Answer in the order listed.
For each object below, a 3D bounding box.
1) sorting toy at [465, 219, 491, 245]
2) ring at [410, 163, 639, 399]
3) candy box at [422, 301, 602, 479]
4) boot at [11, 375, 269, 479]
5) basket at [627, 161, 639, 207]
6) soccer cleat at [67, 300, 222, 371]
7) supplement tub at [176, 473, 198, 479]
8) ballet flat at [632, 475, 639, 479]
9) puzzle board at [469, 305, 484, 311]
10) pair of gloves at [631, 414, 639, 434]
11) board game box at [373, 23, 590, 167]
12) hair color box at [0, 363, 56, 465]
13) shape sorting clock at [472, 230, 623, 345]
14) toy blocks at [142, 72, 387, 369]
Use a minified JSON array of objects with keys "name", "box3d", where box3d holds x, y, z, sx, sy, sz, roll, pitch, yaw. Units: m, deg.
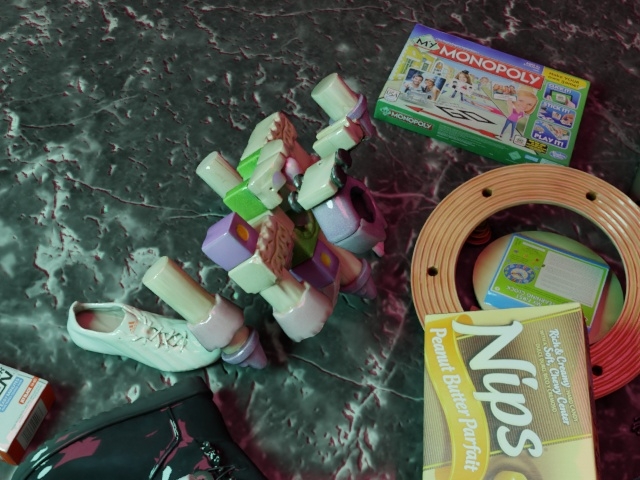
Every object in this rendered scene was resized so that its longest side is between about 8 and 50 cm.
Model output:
[{"name":"sorting toy","box3d":[0.200,-0.019,1.118,0.101,0.042,0.061,-12,57,-14]},{"name":"ring","box3d":[0.288,0.052,1.016,0.336,0.032,0.337,-3,66,7]},{"name":"candy box","box3d":[0.210,0.233,0.849,0.182,0.087,0.317,-7,58,21]},{"name":"boot","box3d":[-0.178,0.279,0.826,0.246,0.094,0.207,-22,56,-28]},{"name":"basket","box3d":[0.560,-0.127,1.125,0.204,0.154,0.227,17,75,-5]},{"name":"soccer cleat","box3d":[-0.216,0.117,0.950,0.196,0.076,0.068,8,54,-1]},{"name":"supplement tub","box3d":[-0.215,0.367,0.641,0.331,0.241,0.241,-26,61,-10]},{"name":"ballet flat","box3d":[0.391,0.375,0.839,0.077,0.091,0.241,21,56,-19]},{"name":"puzzle board","box3d":[0.245,0.151,1.022,0.128,0.011,0.096,24,54,10]},{"name":"pair of gloves","box3d":[0.439,0.253,0.972,0.074,0.010,0.083,-13,56,-15]},{"name":"board game box","box3d":[0.272,-0.235,1.280,0.317,0.046,0.214,20,56,8]},{"name":"hair color box","box3d":[-0.409,0.185,0.893,0.167,0.053,0.093,17,55,7]},{"name":"shape sorting clock","box3d":[0.315,0.067,1.070,0.206,0.040,0.206,2,45,-2]},{"name":"toy blocks","box3d":[0.000,0.000,0.947,0.260,0.308,0.289,46,35,-24]}]
